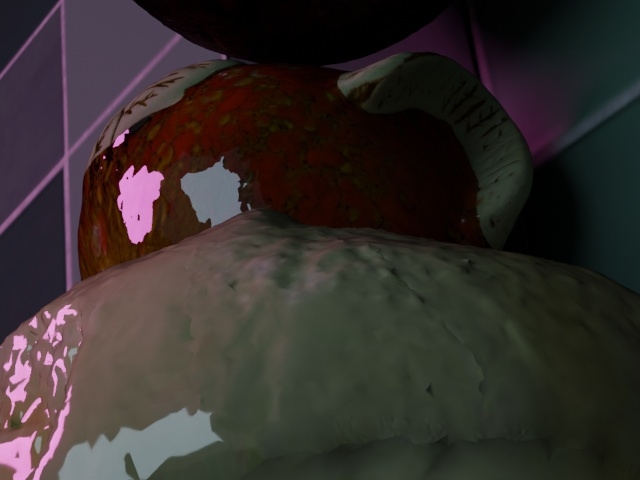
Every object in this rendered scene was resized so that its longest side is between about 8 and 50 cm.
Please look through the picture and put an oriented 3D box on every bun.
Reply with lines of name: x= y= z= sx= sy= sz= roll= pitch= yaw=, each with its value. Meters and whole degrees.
bun: x=0.002 y=0.125 z=0.587 sx=0.364 sy=0.364 sz=0.202 roll=-48 pitch=30 yaw=35

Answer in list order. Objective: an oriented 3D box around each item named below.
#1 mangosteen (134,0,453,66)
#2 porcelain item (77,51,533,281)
mangosteen: x=-0.011 y=-0.245 z=0.784 sx=0.293 sy=0.297 sz=0.297 roll=-41 pitch=46 yaw=35
porcelain item: x=0.000 y=0.000 z=0.788 sx=0.253 sy=0.253 sz=0.253 roll=-27 pitch=56 yaw=49
